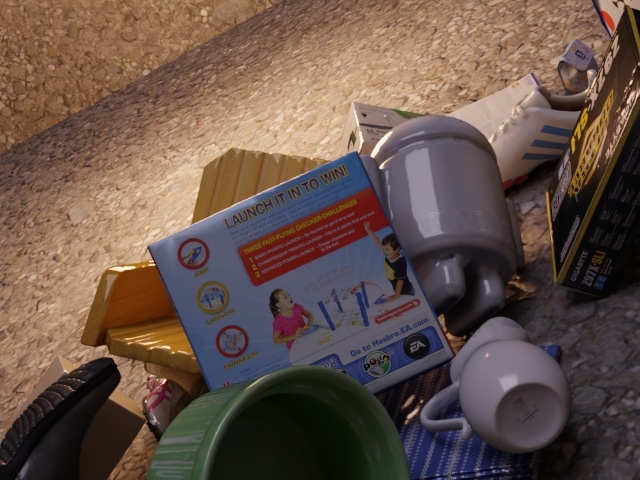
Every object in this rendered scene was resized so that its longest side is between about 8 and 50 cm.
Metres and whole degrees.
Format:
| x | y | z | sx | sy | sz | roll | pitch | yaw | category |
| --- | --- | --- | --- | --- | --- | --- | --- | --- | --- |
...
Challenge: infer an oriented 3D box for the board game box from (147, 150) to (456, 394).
| x | y | z | sx | sy | sz | roll | pitch | yaw | category |
| --- | --- | --- | --- | --- | --- | --- | --- | --- | --- |
| -0.026 | 0.084 | 1.538 | 0.308 | 0.302 | 0.086 | -24 | -11 | -2 | board game box |

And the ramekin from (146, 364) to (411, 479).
| x | y | z | sx | sy | sz | roll | pitch | yaw | category |
| --- | --- | --- | --- | --- | --- | --- | --- | --- | --- |
| -0.053 | 0.298 | 1.338 | 0.148 | 0.303 | 0.303 | -12 | 31 | 49 | ramekin |

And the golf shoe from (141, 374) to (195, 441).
| x | y | z | sx | sy | sz | roll | pitch | yaw | category |
| --- | --- | --- | --- | --- | --- | --- | --- | --- | --- |
| -0.237 | 0.255 | 1.875 | 0.086 | 0.067 | 0.186 | -26 | 26 | 9 | golf shoe |

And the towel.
| x | y | z | sx | sy | sz | roll | pitch | yaw | category |
| --- | --- | --- | --- | --- | --- | --- | --- | --- | --- |
| 0.142 | 0.246 | 1.519 | 0.336 | 0.040 | 0.243 | -15 | 28 | 28 | towel |

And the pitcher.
| x | y | z | sx | sy | sz | roll | pitch | yaw | category |
| --- | --- | --- | --- | --- | --- | --- | --- | --- | --- |
| 0.203 | 0.190 | 1.394 | 0.178 | 0.125 | 0.207 | -44 | 13 | 4 | pitcher |

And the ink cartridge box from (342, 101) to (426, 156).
| x | y | z | sx | sy | sz | roll | pitch | yaw | category |
| --- | --- | --- | --- | --- | --- | --- | --- | --- | --- |
| 0.128 | -0.168 | 2.129 | 0.153 | 0.086 | 0.208 | 10 | 26 | -10 | ink cartridge box |

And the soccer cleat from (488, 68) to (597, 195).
| x | y | z | sx | sy | sz | roll | pitch | yaw | category |
| --- | --- | --- | --- | --- | --- | --- | --- | --- | --- |
| 0.334 | -0.175 | 1.928 | 0.331 | 0.143 | 0.116 | -24 | 26 | 16 | soccer cleat |

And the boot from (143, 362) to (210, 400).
| x | y | z | sx | sy | sz | roll | pitch | yaw | category |
| --- | --- | --- | --- | --- | --- | --- | --- | --- | --- |
| -0.153 | 0.194 | 1.873 | 0.213 | 0.077 | 0.165 | -19 | 31 | -40 | boot |

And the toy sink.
| x | y | z | sx | sy | sz | roll | pitch | yaw | category |
| --- | --- | --- | --- | --- | --- | --- | --- | --- | --- |
| -0.403 | 0.320 | 1.795 | 0.234 | 0.153 | 0.131 | -57 | 18 | -4 | toy sink |

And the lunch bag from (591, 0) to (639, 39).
| x | y | z | sx | sy | sz | roll | pitch | yaw | category |
| --- | --- | --- | --- | --- | --- | --- | --- | --- | --- |
| 0.627 | -0.483 | 1.944 | 0.385 | 0.327 | 0.239 | -15 | 25 | 35 | lunch bag |

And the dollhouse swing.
| x | y | z | sx | sy | sz | roll | pitch | yaw | category |
| --- | --- | --- | --- | --- | --- | --- | --- | --- | --- |
| -0.123 | 0.021 | 1.742 | 0.347 | 0.305 | 0.315 | 10 | 7 | 25 | dollhouse swing |

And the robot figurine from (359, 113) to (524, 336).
| x | y | z | sx | sy | sz | roll | pitch | yaw | category |
| --- | --- | --- | --- | --- | --- | --- | --- | --- | --- |
| 0.174 | -0.038 | 1.710 | 0.200 | 0.300 | 0.353 | -41 | 44 | 41 | robot figurine |

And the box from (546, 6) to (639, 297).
| x | y | z | sx | sy | sz | roll | pitch | yaw | category |
| --- | --- | --- | --- | --- | --- | --- | --- | --- | --- |
| 0.404 | -0.124 | 1.601 | 0.079 | 0.322 | 0.257 | 16 | 34 | -1 | box |

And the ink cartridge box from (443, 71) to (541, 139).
| x | y | z | sx | sy | sz | roll | pitch | yaw | category |
| --- | --- | --- | --- | --- | --- | --- | --- | --- | --- |
| 0.314 | -0.202 | 2.113 | 0.224 | 0.045 | 0.223 | -26 | 26 | 11 | ink cartridge box |

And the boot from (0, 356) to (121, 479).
| x | y | z | sx | sy | sz | roll | pitch | yaw | category |
| --- | --- | --- | --- | --- | --- | --- | --- | --- | --- |
| -0.360 | 0.349 | 1.665 | 0.338 | 0.222 | 0.118 | -47 | 18 | -18 | boot |

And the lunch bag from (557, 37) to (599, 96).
| x | y | z | sx | sy | sz | roll | pitch | yaw | category |
| --- | --- | --- | --- | --- | --- | --- | --- | --- | --- |
| 0.464 | -0.312 | 2.101 | 0.053 | 0.083 | 0.071 | -7 | 34 | 42 | lunch bag |
